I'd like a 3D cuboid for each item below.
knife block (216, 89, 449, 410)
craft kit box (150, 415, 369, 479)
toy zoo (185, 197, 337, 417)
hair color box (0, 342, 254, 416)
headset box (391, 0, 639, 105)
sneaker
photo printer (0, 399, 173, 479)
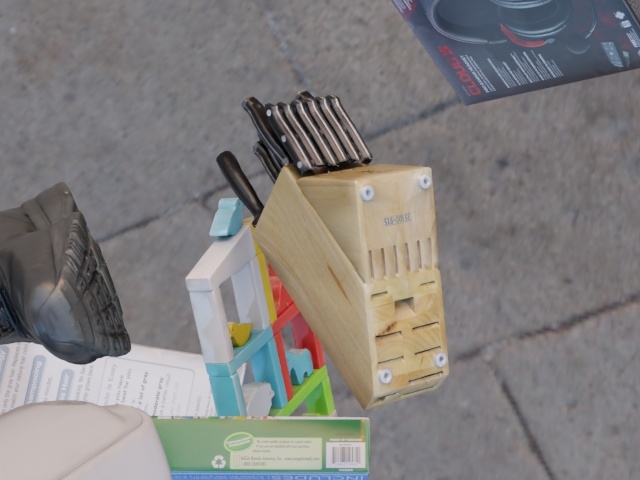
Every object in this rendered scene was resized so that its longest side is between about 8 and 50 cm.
[{"bbox_3d":[0.000,0.000,1.382,0.242,0.088,0.275,5,103,54],"label":"knife block"},{"bbox_3d":[-0.083,0.215,1.327,0.250,0.061,0.246,1,153,-1],"label":"craft kit box"},{"bbox_3d":[-0.059,0.095,1.524,0.030,0.192,0.293,-1,110,27],"label":"toy zoo"},{"bbox_3d":[-0.284,0.219,1.847,0.375,0.113,0.185,9,75,5],"label":"hair color box"},{"bbox_3d":[0.215,-0.277,1.664,0.293,0.110,0.218,-8,133,40],"label":"headset box"},{"bbox_3d":[-0.214,0.038,1.074,0.130,0.286,0.109,-20,102,-11],"label":"sneaker"},{"bbox_3d":[-0.137,0.209,0.629,0.107,0.307,0.256,-1,96,14],"label":"photo printer"}]
